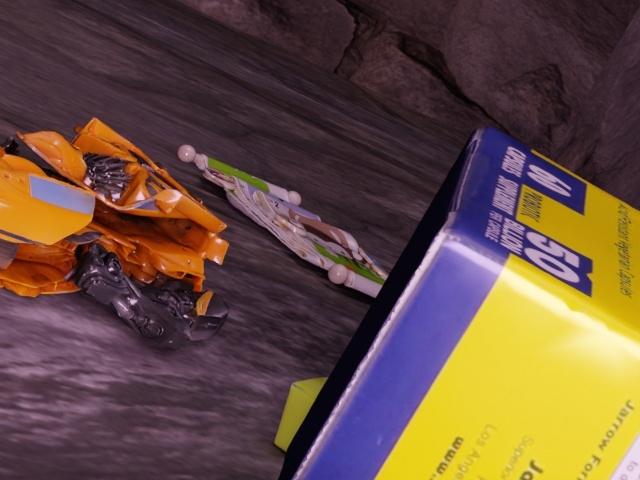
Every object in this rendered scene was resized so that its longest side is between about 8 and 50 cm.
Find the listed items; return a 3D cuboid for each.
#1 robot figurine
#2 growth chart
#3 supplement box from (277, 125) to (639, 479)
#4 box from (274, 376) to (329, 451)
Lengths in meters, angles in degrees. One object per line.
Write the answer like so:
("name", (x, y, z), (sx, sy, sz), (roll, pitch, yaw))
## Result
("robot figurine", (-0.170, -0.029, 1.023), (0.291, 0.085, 0.211), (20, 15, -46))
("growth chart", (0.000, 0.000, 1.575), (0.237, 0.021, 0.172), (38, 12, 39))
("supplement box", (0.166, 0.135, 0.774), (0.356, 0.195, 0.194), (30, 17, 0))
("box", (0.077, 0.124, 0.982), (0.178, 0.042, 0.109), (29, 20, 35))
